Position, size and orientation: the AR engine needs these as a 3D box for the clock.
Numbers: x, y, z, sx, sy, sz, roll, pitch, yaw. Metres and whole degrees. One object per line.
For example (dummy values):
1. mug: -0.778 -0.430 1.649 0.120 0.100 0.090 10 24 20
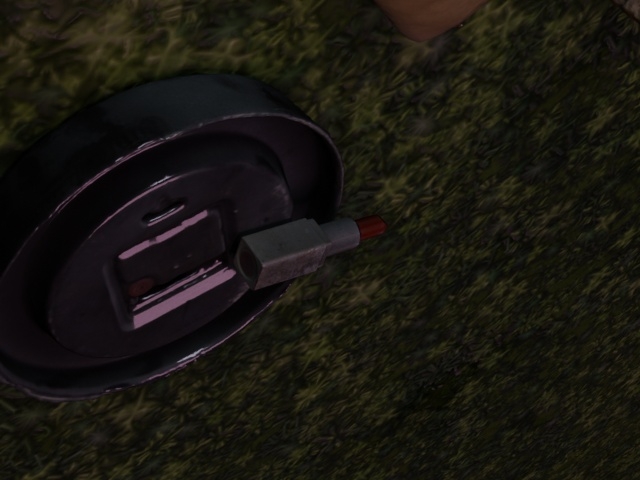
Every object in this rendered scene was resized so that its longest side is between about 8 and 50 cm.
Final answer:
1. clock: -0.113 0.002 0.809 0.280 0.055 0.280 -28 150 -18

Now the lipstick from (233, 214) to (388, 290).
1. lipstick: 0.000 0.001 0.846 0.129 0.030 0.030 -17 146 -35

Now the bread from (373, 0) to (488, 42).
1. bread: 0.072 -0.202 0.716 0.139 0.060 0.178 -45 152 12

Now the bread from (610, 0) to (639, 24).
1. bread: 0.253 -0.212 0.890 0.070 0.083 0.077 -19 151 -49
